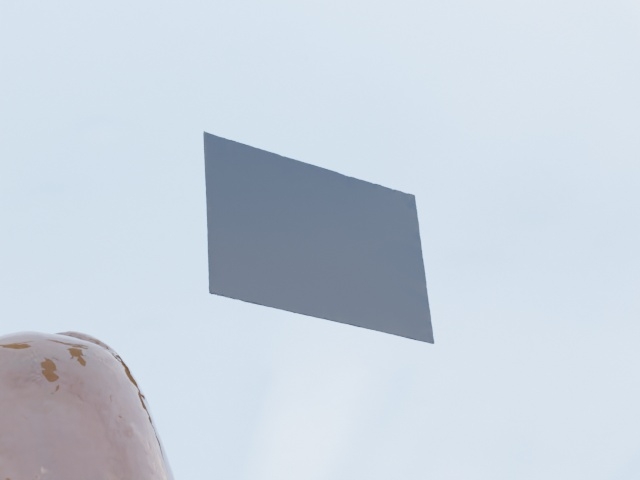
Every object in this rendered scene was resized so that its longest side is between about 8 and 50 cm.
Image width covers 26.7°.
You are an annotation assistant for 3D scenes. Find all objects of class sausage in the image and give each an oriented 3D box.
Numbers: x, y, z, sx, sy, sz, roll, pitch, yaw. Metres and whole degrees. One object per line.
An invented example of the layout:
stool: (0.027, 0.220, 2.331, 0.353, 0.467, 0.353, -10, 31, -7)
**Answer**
sausage: (-0.096, 0.170, 0.529, 0.121, 0.304, 0.121, -16, 146, -11)

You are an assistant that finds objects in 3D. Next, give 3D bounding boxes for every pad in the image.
pad: (0.000, 0.000, 0.963, 0.190, 0.127, 0.004, 15, 146, -31)
